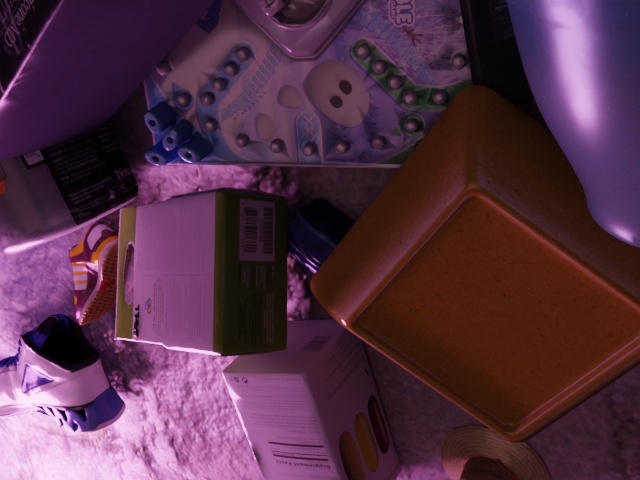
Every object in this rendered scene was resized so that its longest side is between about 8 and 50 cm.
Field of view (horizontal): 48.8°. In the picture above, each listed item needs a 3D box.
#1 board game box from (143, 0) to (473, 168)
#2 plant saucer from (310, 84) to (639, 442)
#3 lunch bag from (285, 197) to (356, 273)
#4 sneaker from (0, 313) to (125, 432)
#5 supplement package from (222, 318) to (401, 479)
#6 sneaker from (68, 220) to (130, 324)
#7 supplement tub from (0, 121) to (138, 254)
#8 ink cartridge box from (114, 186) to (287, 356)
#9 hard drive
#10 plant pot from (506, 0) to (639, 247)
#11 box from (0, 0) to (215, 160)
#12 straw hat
[{"bbox_3d":[-0.028,-0.255,0.710,0.390,0.050,0.389,3,114,16],"label":"board game box"},{"bbox_3d":[0.185,0.065,0.730,0.333,0.081,0.332,35,127,-3],"label":"plant saucer"},{"bbox_3d":[0.000,0.000,0.860,0.098,0.067,0.065,38,126,13],"label":"lunch bag"},{"bbox_3d":[-0.491,0.214,1.238,0.316,0.127,0.182,2,111,23],"label":"sneaker"},{"bbox_3d":[-0.005,0.243,0.938,0.134,0.139,0.244,-6,111,34],"label":"supplement package"},{"bbox_3d":[-0.357,0.049,1.106,0.084,0.070,0.185,41,122,19],"label":"sneaker"},{"bbox_3d":[-0.401,-0.169,0.931,0.207,0.207,0.337,-15,104,35],"label":"supplement tub"},{"bbox_3d":[-0.160,0.040,0.897,0.255,0.097,0.188,-3,85,47],"label":"ink cartridge box"},{"bbox_3d":[0.181,-0.192,0.650,0.094,0.022,0.135,-15,114,1],"label":"hard drive"},{"bbox_3d":[0.278,-0.138,0.521,0.272,0.271,0.255,2,129,30],"label":"plant pot"},{"bbox_3d":[-0.295,-0.286,0.673,0.343,0.179,0.312,-28,90,47],"label":"box"},{"bbox_3d":[0.210,0.308,0.890,0.145,0.061,0.144,13,118,25],"label":"straw hat"}]
